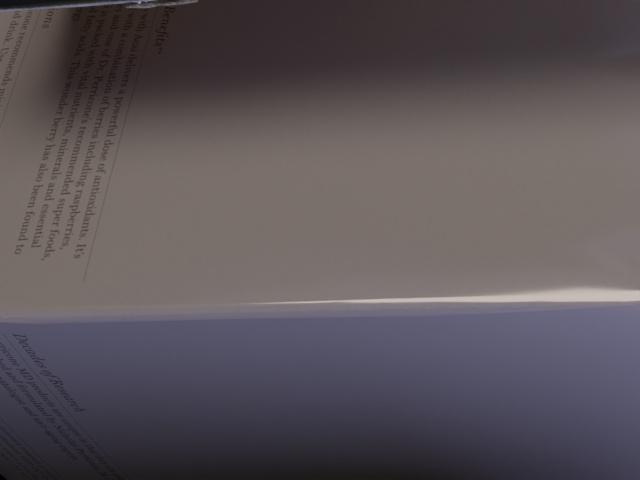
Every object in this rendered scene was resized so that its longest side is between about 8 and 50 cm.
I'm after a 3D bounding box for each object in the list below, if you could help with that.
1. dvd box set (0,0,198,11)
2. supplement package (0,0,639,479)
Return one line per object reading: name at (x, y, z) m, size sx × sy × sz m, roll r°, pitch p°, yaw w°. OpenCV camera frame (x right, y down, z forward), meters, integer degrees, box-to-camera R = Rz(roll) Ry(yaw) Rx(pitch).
dvd box set at (0.063, -0.183, 0.573) m, size 0.308 × 0.062 × 0.420 m, roll -3°, pitch 22°, yaw 17°
supplement package at (0.000, 0.000, 0.543) m, size 0.293 × 0.175 × 0.177 m, roll -2°, pitch 55°, yaw 18°
